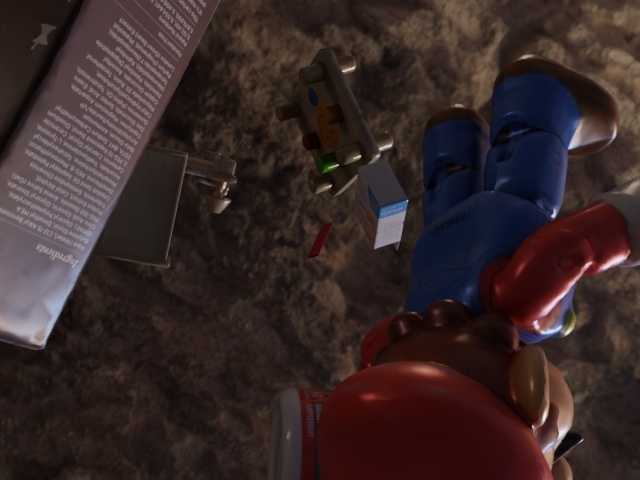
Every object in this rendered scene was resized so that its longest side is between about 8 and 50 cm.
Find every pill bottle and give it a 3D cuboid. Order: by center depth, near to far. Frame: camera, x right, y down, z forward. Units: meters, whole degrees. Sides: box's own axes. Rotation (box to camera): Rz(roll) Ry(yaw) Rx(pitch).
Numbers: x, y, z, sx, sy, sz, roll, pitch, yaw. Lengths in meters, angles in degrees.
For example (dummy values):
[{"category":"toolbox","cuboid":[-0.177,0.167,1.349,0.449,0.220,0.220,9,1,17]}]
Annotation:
[{"category":"pill bottle","cuboid":[0.111,0.330,1.097,0.362,0.210,0.210,4,-133,-9]}]

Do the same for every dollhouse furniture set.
[{"category":"dollhouse furniture set","cuboid":[-0.310,-0.083,1.234,0.303,0.174,0.355,12,-174,-14]}]

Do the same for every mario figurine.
[{"category":"mario figurine","cuboid":[0.105,0.055,0.422,0.170,0.198,0.321,15,-126,7]}]

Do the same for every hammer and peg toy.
[{"category":"hammer and peg toy","cuboid":[0.000,-0.236,1.641,0.127,0.361,0.266,-22,-96,-23]}]

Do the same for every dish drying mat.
[{"category":"dish drying mat","cuboid":[0.000,0.000,1.476,0.008,0.032,0.083,42,-129,-22]}]

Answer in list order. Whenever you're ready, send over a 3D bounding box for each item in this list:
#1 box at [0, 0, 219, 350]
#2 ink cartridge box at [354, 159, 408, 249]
[{"category":"box","cuboid":[-0.252,-0.125,0.629,0.191,0.382,0.143,19,171,27]},{"category":"ink cartridge box","cuboid":[0.114,-0.058,1.459,0.061,0.181,0.104,-18,-121,-12]}]
